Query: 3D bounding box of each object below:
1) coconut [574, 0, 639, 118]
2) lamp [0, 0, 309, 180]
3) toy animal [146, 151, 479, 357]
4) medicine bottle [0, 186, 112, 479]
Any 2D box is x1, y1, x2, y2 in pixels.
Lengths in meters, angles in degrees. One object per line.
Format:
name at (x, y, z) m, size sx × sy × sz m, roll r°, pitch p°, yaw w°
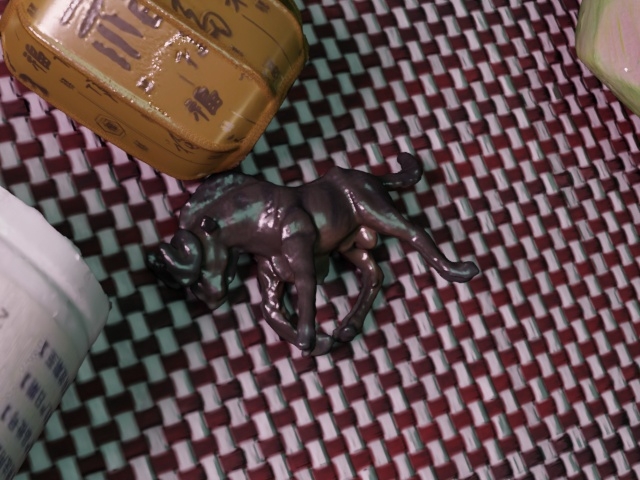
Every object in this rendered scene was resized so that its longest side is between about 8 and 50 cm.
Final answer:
coconut at (0.363, -0.215, 1.007) m, size 0.329 × 0.281 × 0.328 m, roll 0°, pitch 99°, yaw 0°
lamp at (-0.112, -0.139, 0.814) m, size 0.185 × 0.161 × 0.161 m, roll 32°, pitch 61°, yaw -15°
toy animal at (0.000, 0.000, 0.858) m, size 0.233 × 0.084 × 0.148 m, roll -23°, pitch 81°, yaw -27°
medicine bottle at (-0.270, 0.122, 0.616) m, size 0.190 × 0.190 × 0.332 m, roll 35°, pitch 60°, yaw -11°
